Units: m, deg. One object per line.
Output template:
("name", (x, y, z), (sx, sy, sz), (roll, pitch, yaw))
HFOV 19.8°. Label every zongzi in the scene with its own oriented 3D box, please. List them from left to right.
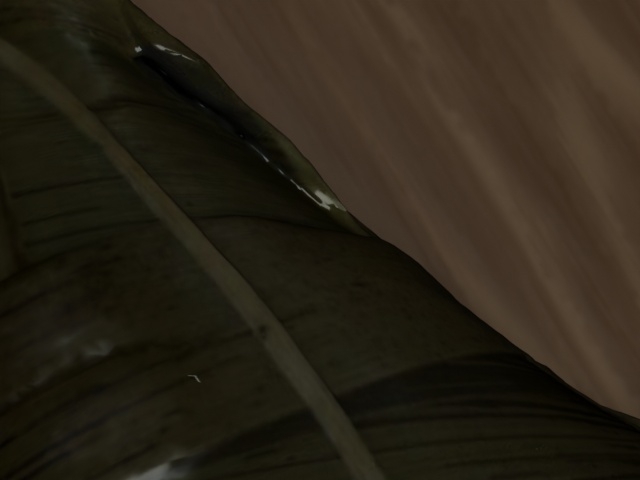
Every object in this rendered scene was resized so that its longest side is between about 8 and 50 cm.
("zongzi", (-0.008, 0.010, 0.905), (0.466, 0.218, 0.500), (-10, 68, -31))
